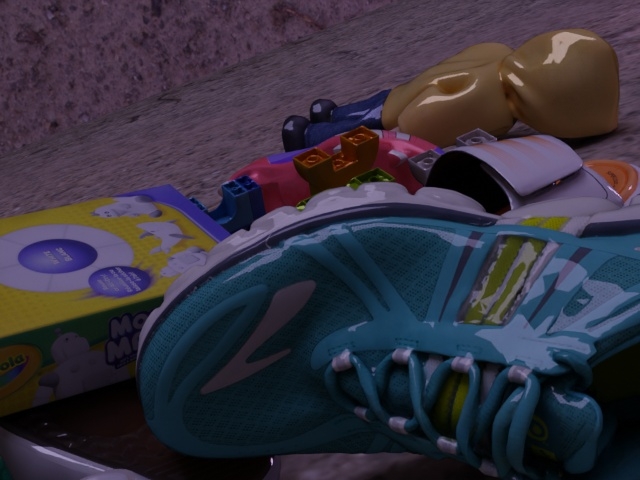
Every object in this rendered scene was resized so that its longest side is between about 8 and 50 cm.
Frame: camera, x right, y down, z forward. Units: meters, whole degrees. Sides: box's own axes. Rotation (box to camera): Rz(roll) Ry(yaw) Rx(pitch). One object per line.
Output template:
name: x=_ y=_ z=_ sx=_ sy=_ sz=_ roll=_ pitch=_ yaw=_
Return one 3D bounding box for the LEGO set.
LEGO set: x=0.000 y=0.000 z=0.742 sx=0.227 sy=0.093 sz=0.087 roll=-25 pitch=38 yaw=-22

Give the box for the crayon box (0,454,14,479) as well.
crayon box: x=-0.221 y=0.176 z=0.354 sx=0.165 sy=0.081 sz=0.278 roll=-14 pitch=15 yaw=23

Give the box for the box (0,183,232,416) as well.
box: x=-0.124 y=0.026 z=0.516 sx=0.179 sy=0.043 sz=0.105 roll=-16 pitch=33 yaw=-30

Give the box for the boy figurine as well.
boy figurine: x=0.115 y=-0.110 z=0.976 sx=0.285 sy=0.092 sz=0.177 roll=-11 pitch=16 yaw=28

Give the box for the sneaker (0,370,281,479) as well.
sneaker: x=-0.144 y=0.098 z=0.552 sx=0.290 sy=0.123 sz=0.106 roll=15 pitch=28 yaw=28

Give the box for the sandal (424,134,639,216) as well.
sandal: x=0.086 y=-0.012 z=0.669 sx=0.265 sy=0.076 sz=0.102 roll=-27 pitch=16 yaw=-29

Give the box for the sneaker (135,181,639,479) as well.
sneaker: x=0.062 y=0.041 z=0.422 sx=0.275 sy=0.107 sz=0.110 roll=-7 pitch=28 yaw=8

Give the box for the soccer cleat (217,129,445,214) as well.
soccer cleat: x=0.023 y=-0.043 z=0.879 sx=0.095 sy=0.083 sz=0.248 roll=-25 pitch=12 yaw=-40

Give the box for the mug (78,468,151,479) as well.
mug: x=-0.067 y=0.118 z=0.407 sx=0.062 sy=0.064 sz=0.078 roll=-24 pitch=15 yaw=-22
